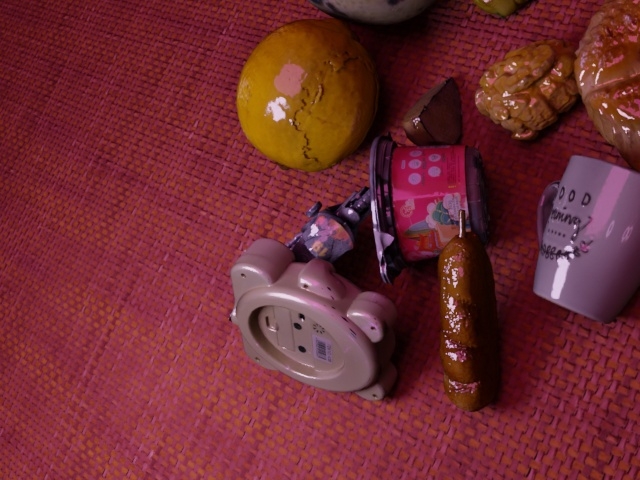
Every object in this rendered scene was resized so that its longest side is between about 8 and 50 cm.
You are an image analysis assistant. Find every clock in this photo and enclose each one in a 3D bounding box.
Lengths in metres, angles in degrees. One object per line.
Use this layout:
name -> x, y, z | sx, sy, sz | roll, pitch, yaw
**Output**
clock -> -0.009, 0.154, 1.551 | 0.310, 0.284, 0.114 | 18, 45, 23

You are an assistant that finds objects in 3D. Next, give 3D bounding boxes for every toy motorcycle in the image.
toy motorcycle -> 0.000, 0.000, 1.611 | 0.108, 0.173, 0.307 | 44, 137, -4

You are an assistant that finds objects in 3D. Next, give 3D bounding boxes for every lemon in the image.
lemon -> -0.024, -0.287, 1.693 | 0.297, 0.297, 0.297 | -10, 69, 29

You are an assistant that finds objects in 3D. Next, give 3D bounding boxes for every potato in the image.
potato -> 0.213, -0.229, 1.652 | 0.089, 0.100, 0.172 | -24, 23, 43

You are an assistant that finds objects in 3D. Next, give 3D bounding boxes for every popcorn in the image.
popcorn -> 0.370, -0.269, 1.529 | 0.194, 0.140, 0.163 | -13, 63, 30

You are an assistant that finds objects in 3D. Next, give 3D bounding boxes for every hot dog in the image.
hot dog -> 0.599, -0.285, 1.363 | 0.365, 0.196, 0.367 | -27, 56, 20

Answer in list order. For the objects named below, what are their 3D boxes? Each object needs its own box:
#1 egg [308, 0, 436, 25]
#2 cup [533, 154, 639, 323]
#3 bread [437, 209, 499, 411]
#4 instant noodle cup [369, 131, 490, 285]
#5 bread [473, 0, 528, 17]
egg -> 0.089, -0.603, 1.684 | 0.428, 0.345, 0.345 | 36, 95, 45
cup -> 0.432, -0.007, 1.401 | 0.234, 0.186, 0.258 | -67, 25, 6
bread -> 0.241, 0.116, 1.429 | 0.084, 0.124, 0.343 | 0, 102, 30
instant noodle cup -> 0.201, -0.070, 1.517 | 0.182, 0.258, 0.302 | -6, 69, 16
bread -> 0.436, -0.583, 1.603 | 0.384, 0.112, 0.166 | -34, 60, 19
